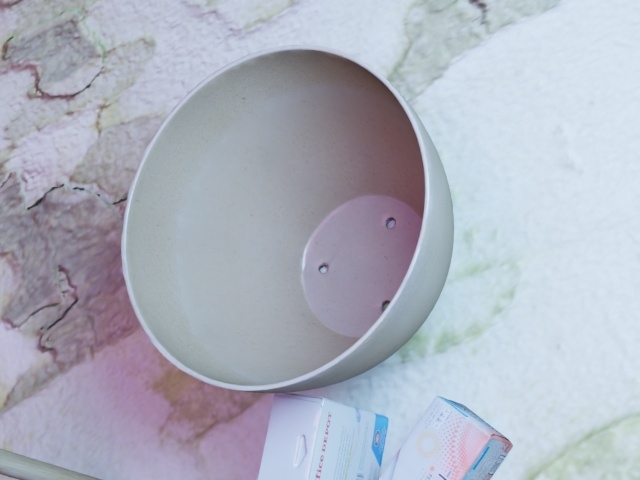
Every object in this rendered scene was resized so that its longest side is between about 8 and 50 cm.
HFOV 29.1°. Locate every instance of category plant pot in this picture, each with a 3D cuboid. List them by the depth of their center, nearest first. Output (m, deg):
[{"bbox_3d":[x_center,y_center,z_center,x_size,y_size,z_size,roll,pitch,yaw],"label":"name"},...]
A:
[{"bbox_3d":[0.000,0.000,1.057,0.284,0.191,0.284,-8,72,27],"label":"plant pot"}]

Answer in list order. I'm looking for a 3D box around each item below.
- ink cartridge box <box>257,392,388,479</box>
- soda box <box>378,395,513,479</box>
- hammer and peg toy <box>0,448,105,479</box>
[{"bbox_3d":[0.003,0.181,1.041,0.052,0.122,0.089,5,77,30],"label":"ink cartridge box"},{"bbox_3d":[0.079,0.221,1.025,0.063,0.058,0.183,36,94,32],"label":"soda box"},{"bbox_3d":[-0.285,0.336,1.073,0.127,0.265,0.362,0,81,56],"label":"hammer and peg toy"}]
